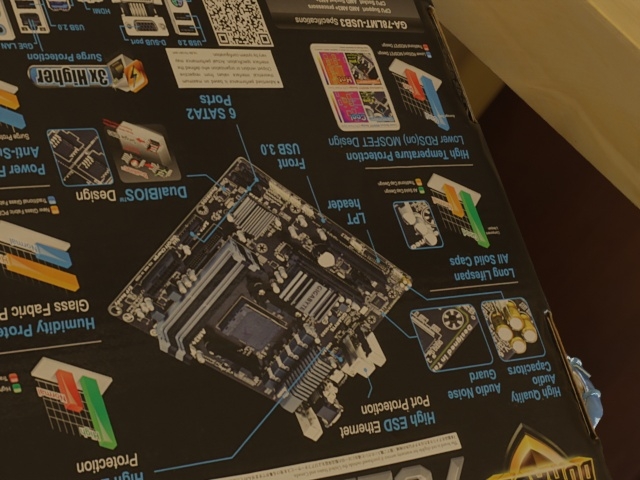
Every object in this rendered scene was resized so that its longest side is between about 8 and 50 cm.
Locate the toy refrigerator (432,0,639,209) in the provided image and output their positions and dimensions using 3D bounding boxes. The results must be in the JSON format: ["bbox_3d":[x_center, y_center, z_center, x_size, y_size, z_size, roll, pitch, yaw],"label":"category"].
[{"bbox_3d":[0.168,-0.117,1.119,0.269,0.094,0.102,44,47,2],"label":"toy refrigerator"}]

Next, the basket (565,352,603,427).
[{"bbox_3d":[0.135,0.163,1.614,0.289,0.201,0.255,38,2,-24],"label":"basket"}]

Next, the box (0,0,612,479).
[{"bbox_3d":[-0.048,0.012,0.657,0.295,0.073,0.293,-6,70,-43],"label":"box"}]
